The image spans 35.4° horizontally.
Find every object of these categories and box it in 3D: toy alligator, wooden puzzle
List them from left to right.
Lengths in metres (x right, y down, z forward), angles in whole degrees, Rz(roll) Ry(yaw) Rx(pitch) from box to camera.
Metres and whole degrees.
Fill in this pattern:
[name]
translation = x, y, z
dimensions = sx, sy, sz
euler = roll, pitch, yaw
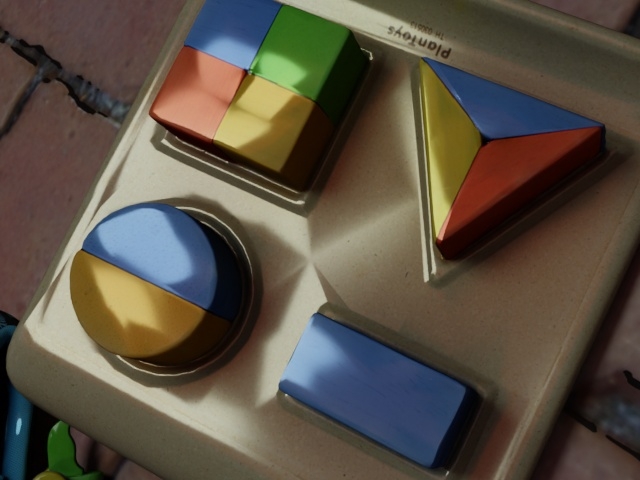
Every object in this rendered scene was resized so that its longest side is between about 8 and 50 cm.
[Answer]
[toy alligator]
translation = -0.191, 0.223, 0.710
dimensions = 0.051, 0.056, 0.190
euler = 16, 81, -4
[wooden puzzle]
translation = 0.000, 0.000, 0.578
dimensions = 0.322, 0.080, 0.348
euler = 25, 90, 18

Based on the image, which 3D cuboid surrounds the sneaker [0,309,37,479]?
[sneaker]
translation = -0.285, 0.209, 0.712
dimensions = 0.139, 0.125, 0.341
euler = -9, 68, 50
